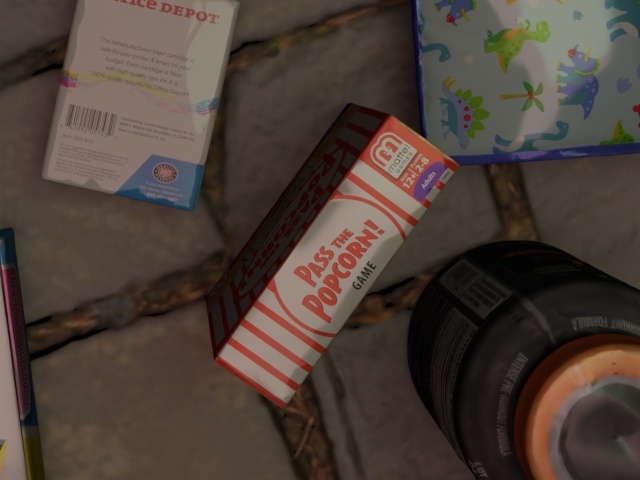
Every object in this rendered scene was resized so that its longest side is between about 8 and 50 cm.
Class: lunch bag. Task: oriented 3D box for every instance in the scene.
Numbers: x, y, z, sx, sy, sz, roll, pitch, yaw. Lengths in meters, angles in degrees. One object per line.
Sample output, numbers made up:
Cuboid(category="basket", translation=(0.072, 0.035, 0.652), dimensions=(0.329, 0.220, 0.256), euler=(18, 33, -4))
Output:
Cuboid(category="lunch bag", translation=(0.124, -0.109, 0.918), dimensions=(0.151, 0.096, 0.129), euler=(-7, 98, -14))

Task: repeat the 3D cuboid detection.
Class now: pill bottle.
Cuboid(category="pill bottle", translation=(0.125, 0.076, 0.863), dimensions=(0.130, 0.246, 0.131), euler=(-1, 97, -5))

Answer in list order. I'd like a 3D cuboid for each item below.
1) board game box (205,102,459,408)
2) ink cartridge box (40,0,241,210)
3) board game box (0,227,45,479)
Cuboid(category="board game box", translation=(0.000, 0.000, 0.870), dimensions=(0.045, 0.193, 0.147), euler=(36, 92, -8))
Cuboid(category="ink cartridge box", translation=(-0.101, -0.087, 0.922), dimensions=(0.088, 0.052, 0.123), euler=(12, 97, -7))
Cuboid(category="board game box", translation=(-0.275, 0.163, 0.928), dimensions=(0.242, 0.064, 0.317), euler=(-6, 97, -4))
